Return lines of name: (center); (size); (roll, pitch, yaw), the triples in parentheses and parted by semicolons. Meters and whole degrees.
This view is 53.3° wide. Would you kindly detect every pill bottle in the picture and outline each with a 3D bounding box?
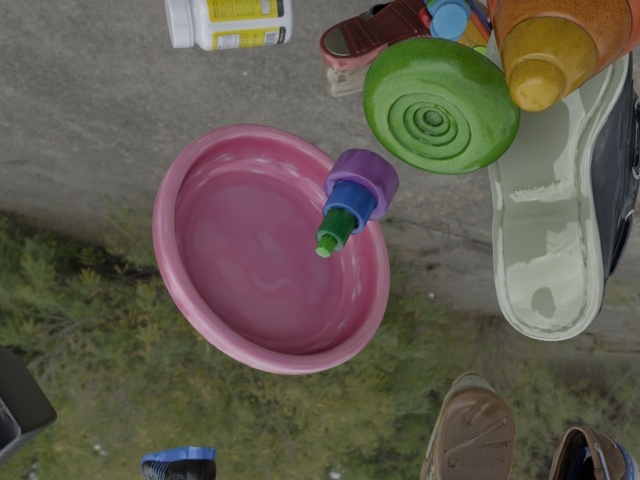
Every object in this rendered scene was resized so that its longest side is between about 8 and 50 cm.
pill bottle: (-0.162, -0.400, 1.126); (0.209, 0.119, 0.119); (-10, 172, -14)

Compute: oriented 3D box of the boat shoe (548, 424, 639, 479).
boat shoe: (0.167, 0.212, 0.425); (0.066, 0.183, 0.066); (40, 140, -24)

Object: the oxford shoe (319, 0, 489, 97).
oxford shoe: (0.155, -0.370, 1.204); (0.349, 0.122, 0.130); (-19, 150, -13)

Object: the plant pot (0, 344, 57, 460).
plant pot: (-0.508, 0.258, 0.938); (0.188, 0.187, 0.167); (50, -179, 14)

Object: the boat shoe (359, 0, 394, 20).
boat shoe: (0.131, -0.515, 1.442); (0.042, 0.049, 0.133); (47, 164, -33)

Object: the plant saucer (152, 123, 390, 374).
plant saucer: (-0.062, 0.012, 0.816); (0.332, 0.331, 0.084); (15, 149, -32)

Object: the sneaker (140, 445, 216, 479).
sneaker: (-0.238, 0.392, 1.037); (0.082, 0.090, 0.232); (14, 151, -28)

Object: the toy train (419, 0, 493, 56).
toy train: (0.268, -0.312, 1.062); (0.105, 0.143, 0.248); (-33, 112, 29)

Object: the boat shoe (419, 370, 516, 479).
boat shoe: (0.154, 0.288, 0.699); (0.105, 0.285, 0.089); (13, -171, 6)

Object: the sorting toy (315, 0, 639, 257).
sorting toy: (0.081, -0.073, 0.456); (0.127, 0.126, 0.365); (35, 148, -9)

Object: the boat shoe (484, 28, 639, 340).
boat shoe: (0.227, -0.084, 0.580); (0.127, 0.339, 0.113); (-4, 177, 39)
